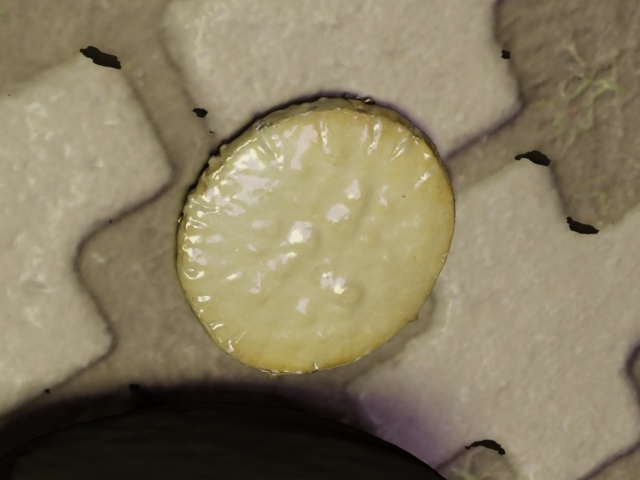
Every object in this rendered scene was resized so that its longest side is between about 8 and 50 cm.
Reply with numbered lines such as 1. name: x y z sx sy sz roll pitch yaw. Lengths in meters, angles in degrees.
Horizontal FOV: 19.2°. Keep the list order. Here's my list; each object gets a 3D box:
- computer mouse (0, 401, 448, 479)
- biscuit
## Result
1. computer mouse: -0.055 0.145 0.939 0.269 0.086 0.138 0 121 -13
2. biscuit: 0.000 0.000 0.927 0.152 0.020 0.152 -10 119 -18
